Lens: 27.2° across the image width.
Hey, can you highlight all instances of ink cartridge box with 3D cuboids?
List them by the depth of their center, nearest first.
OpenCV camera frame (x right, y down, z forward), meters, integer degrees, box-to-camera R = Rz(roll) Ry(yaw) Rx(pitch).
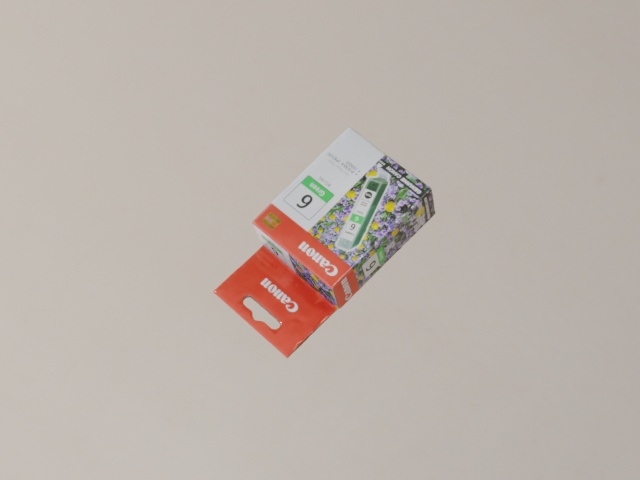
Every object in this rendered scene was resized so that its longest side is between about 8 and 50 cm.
[{"bbox_3d":[0.000,0.000,0.703,0.115,0.063,0.029,-44,-26,-14],"label":"ink cartridge box"}]
